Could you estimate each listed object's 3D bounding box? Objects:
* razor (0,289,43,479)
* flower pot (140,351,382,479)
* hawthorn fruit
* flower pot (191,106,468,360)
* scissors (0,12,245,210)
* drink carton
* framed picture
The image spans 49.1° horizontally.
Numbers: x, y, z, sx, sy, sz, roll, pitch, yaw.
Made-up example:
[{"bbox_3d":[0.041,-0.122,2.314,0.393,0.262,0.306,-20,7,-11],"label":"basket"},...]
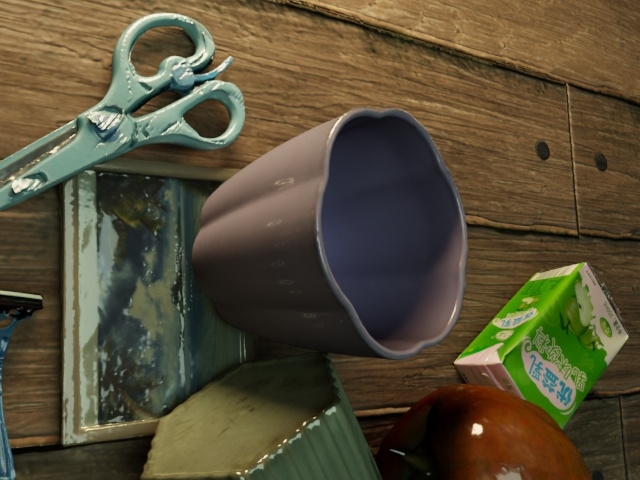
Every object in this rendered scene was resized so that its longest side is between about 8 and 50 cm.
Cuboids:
[{"bbox_3d":[-0.316,0.176,0.691,0.082,0.042,0.253,24,64,-73],"label":"razor"},{"bbox_3d":[-0.050,0.252,0.733,0.209,0.239,0.189,-22,107,1],"label":"flower pot"},{"bbox_3d":[0.191,0.306,0.855,0.301,0.268,0.268,35,64,-37],"label":"hawthorn fruit"},{"bbox_3d":[0.000,0.000,0.788,0.265,0.243,0.265,9,78,-46],"label":"flower pot"},{"bbox_3d":[-0.233,-0.132,0.777,0.393,0.032,0.180,-40,99,-37],"label":"scissors"},{"bbox_3d":[0.350,0.171,1.089,0.271,0.108,0.161,-38,101,-31],"label":"drink carton"},{"bbox_3d":[-0.183,0.063,0.806,0.232,0.024,0.315,2,82,-34],"label":"framed picture"}]
